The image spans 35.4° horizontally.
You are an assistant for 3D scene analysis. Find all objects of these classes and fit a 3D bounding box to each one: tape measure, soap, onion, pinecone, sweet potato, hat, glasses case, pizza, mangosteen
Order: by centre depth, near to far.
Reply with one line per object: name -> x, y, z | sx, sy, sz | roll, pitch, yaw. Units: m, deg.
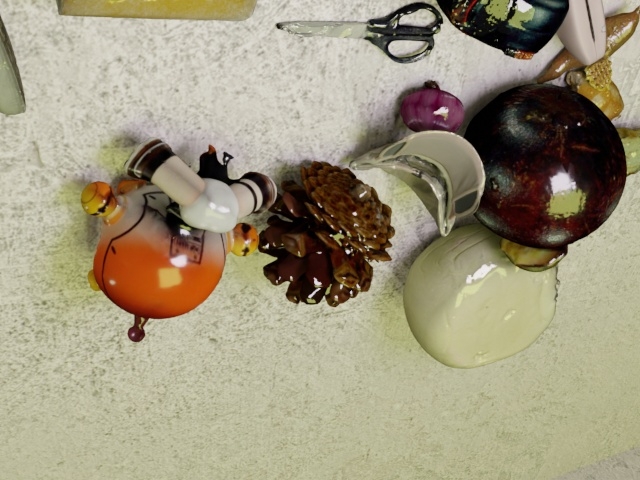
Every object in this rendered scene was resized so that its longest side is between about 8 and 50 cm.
soap -> -0.209, -0.380, 1.322 | 0.274, 0.089, 0.173 | -5, 137, -27
tape measure -> 0.274, -0.378, 1.548 | 0.222, 0.202, 0.135 | 14, 128, -24
glasses case -> 0.421, -0.412, 1.677 | 0.075, 0.113, 0.297 | -30, 143, 4
onion -> 0.197, -0.230, 1.759 | 0.115, 0.105, 0.115 | 0, 169, 0
hat -> 0.191, -0.136, 1.767 | 0.219, 0.164, 0.226 | 37, 130, -8
pinecone -> 0.007, 0.004, 1.772 | 0.264, 0.264, 0.264 | -18, 141, -15
mangosteen -> 0.396, -0.122, 1.822 | 0.330, 0.330, 0.330 | -18, 141, -15
sweet potato -> 0.498, -0.351, 1.841 | 0.226, 0.068, 0.068 | -35, 143, 20
pizza -> 0.517, -0.257, 1.966 | 0.182, 0.062, 0.161 | -1, 127, -40

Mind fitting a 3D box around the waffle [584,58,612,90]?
waffle -> 0.526, -0.322, 1.885 | 0.078, 0.016, 0.085 | 30, 70, -37

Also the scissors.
scissors -> 0.065, -0.336, 1.605 | 0.299, 0.022, 0.109 | -4, 132, -30

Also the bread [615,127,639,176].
bread -> 0.603, -0.189, 2.078 | 0.231, 0.088, 0.128 | -8, 147, -36

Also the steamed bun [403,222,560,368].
steamed bun -> 0.316, 0.096, 2.089 | 0.311, 0.233, 0.334 | -14, 131, -17

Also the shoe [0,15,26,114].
shoe -> -0.480, -0.268, 1.251 | 0.159, 0.124, 0.316 | -17, 141, -6

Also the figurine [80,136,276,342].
figurine -> -0.244, 0.002, 1.633 | 0.320, 0.196, 0.323 | 16, 128, -30
